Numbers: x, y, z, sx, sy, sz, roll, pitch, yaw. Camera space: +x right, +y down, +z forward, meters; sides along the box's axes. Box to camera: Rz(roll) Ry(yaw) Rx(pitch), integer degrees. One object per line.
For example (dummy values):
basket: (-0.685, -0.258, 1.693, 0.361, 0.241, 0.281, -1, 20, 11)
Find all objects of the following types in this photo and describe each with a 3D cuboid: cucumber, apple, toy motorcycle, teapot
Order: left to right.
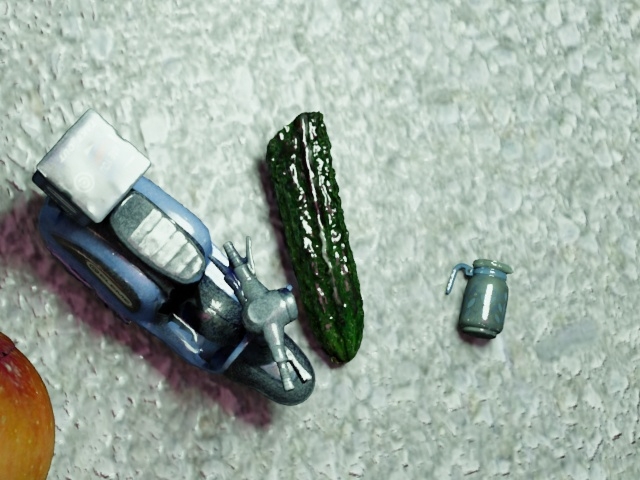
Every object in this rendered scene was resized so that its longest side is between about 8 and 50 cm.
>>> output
apple: (-0.384, 0.185, 1.498, 0.272, 0.251, 0.206, -12, 96, -38)
toy motorcycle: (-0.134, 0.037, 1.608, 0.358, 0.212, 0.125, 41, 73, -8)
cucumber: (-0.001, 0.000, 1.724, 0.077, 0.077, 0.265, -12, 86, -18)
teapot: (0.175, 0.064, 1.789, 0.049, 0.063, 0.083, 25, 71, -45)
